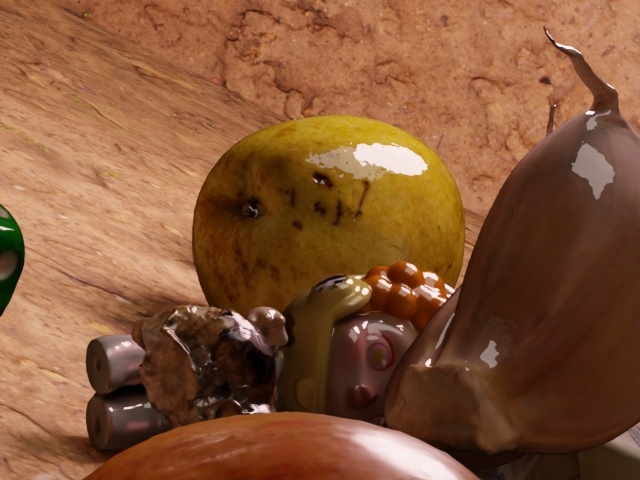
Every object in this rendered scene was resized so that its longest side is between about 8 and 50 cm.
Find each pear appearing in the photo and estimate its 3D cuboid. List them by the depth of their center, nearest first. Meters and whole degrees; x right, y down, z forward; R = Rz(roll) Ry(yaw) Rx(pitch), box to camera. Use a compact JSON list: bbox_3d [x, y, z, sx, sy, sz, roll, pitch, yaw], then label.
[{"bbox_3d":[0.000,0.000,1.956,0.304,0.304,0.304,23,12,-5],"label":"pear"}]

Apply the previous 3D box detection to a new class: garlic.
[{"bbox_3d":[0.172,0.035,1.470,0.246,0.340,0.231,25,-17,-30],"label":"garlic"}]

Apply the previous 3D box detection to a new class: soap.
[{"bbox_3d":[0.219,0.234,1.617,0.138,0.182,0.199,23,11,-12],"label":"soap"}]

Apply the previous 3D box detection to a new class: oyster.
[{"bbox_3d":[-0.070,0.154,1.426,0.233,0.107,0.161,65,23,7],"label":"oyster"}]

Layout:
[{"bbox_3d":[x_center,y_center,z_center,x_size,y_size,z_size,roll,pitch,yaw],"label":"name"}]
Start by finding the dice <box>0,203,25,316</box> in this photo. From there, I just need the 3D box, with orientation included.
[{"bbox_3d":[-0.355,0.016,1.586,0.128,0.131,0.120,32,14,29],"label":"dice"}]

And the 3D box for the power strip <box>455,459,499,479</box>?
[{"bbox_3d":[0.095,0.283,1.213,0.357,0.161,0.357,24,11,-5],"label":"power strip"}]

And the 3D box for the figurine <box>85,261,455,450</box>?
[{"bbox_3d":[-0.032,0.109,1.598,0.381,0.225,0.205,15,-3,-28],"label":"figurine"}]

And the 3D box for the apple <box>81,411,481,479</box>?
[{"bbox_3d":[-0.022,0.235,0.914,0.275,0.299,0.299,4,12,2],"label":"apple"}]
